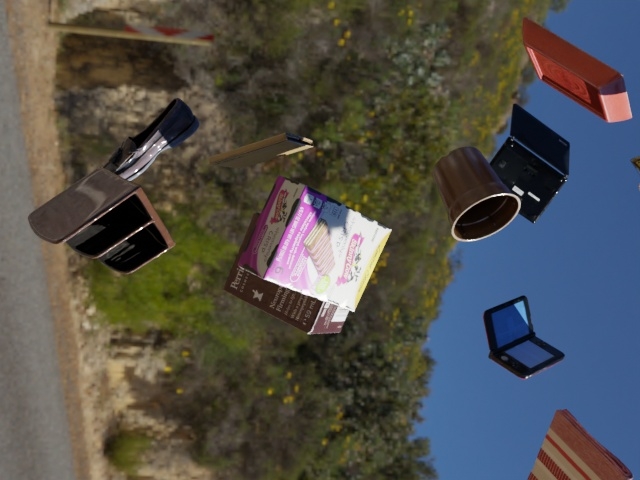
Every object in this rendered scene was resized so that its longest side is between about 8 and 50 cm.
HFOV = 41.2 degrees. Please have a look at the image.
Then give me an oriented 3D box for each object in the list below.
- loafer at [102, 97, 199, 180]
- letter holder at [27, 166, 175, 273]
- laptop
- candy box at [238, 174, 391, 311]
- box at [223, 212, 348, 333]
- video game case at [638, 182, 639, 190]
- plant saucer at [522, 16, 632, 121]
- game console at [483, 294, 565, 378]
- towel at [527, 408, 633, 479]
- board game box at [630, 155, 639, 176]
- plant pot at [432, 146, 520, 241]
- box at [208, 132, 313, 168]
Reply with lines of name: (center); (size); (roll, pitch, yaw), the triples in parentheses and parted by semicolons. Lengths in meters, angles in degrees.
loafer: (-0.451, -0.248, 2.147); (0.109, 0.302, 0.095); (42, -14, 49)
letter holder: (-0.483, -0.022, 1.828); (0.302, 0.214, 0.152); (22, -36, 58)
laptop: (0.607, -0.231, 2.538); (0.264, 0.234, 0.136); (-56, -164, 10)
candy box: (-0.004, 0.010, 1.375); (0.071, 0.233, 0.159); (25, -88, 42)
box: (-0.041, 0.065, 1.644); (0.169, 0.203, 0.167); (-68, 158, 5)
video game case: (0.776, -0.030, 1.723); (0.026, 0.206, 0.227); (105, -16, -49)
plant saucer: (0.559, -0.364, 1.883); (0.048, 0.259, 0.258); (-52, 153, 5)
game console: (0.386, 0.181, 1.609); (0.124, 0.144, 0.085); (32, -56, 38)
towel: (0.605, 0.598, 2.040); (0.237, 0.037, 0.329); (49, -44, 46)
board game box: (0.874, -0.088, 2.151); (0.260, 0.030, 0.136); (52, 14, -17)
plant pot: (0.341, -0.112, 1.930); (0.167, 0.167, 0.165); (104, -30, -51)
box: (-0.136, -0.207, 1.987); (0.164, 0.201, 0.021); (-3, 79, -70)
